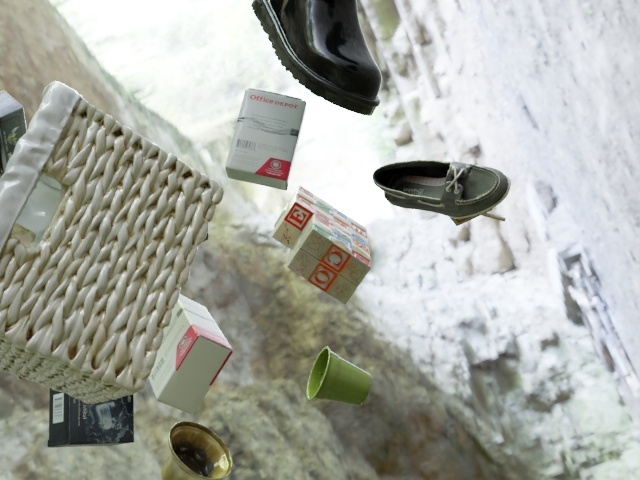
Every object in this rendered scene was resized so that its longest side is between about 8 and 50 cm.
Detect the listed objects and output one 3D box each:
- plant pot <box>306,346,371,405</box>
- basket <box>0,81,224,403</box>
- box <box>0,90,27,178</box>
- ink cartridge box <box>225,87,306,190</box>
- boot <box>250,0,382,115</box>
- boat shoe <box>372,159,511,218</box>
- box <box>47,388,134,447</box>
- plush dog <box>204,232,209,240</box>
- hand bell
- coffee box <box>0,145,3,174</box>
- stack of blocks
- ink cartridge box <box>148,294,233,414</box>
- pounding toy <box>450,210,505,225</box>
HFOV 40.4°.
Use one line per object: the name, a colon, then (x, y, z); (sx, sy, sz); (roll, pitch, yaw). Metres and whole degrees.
plant pot: (0.031, 0.212, 1.304); (0.079, 0.083, 0.083); (22, -160, -11)
basket: (-0.335, 0.027, 1.175); (0.266, 0.328, 0.331); (27, 157, -17)
box: (-0.534, -0.094, 1.332); (0.056, 0.183, 0.231); (36, 142, 23)
ink cartridge box: (-0.092, -0.175, 1.498); (0.063, 0.109, 0.150); (93, -170, -76)
boot: (0.029, -0.375, 1.271); (0.131, 0.260, 0.348); (2, -137, -41)
boat shoe: (0.243, -0.116, 1.836); (0.095, 0.335, 0.112); (29, -106, -37)
box: (-0.488, 0.358, 1.853); (0.158, 0.093, 0.156); (11, -111, -44)
plush dog: (-0.362, -0.066, 1.872); (0.225, 0.262, 0.210); (39, 126, 44)
hand bell: (-0.268, 0.441, 1.501); (0.126, 0.242, 0.126); (32, -160, -13)
coffee box: (-0.501, -0.143, 0.958); (0.297, 0.119, 0.168); (-19, -73, -68)
stack of blocks: (0.000, 0.000, 1.676); (0.171, 0.087, 0.297); (32, -167, -7)
ink cartridge box: (-0.306, 0.246, 1.935); (0.100, 0.172, 0.237); (30, -174, -29)
pounding toy: (0.399, -0.100, 2.316); (0.141, 0.130, 0.100); (46, -152, -38)
